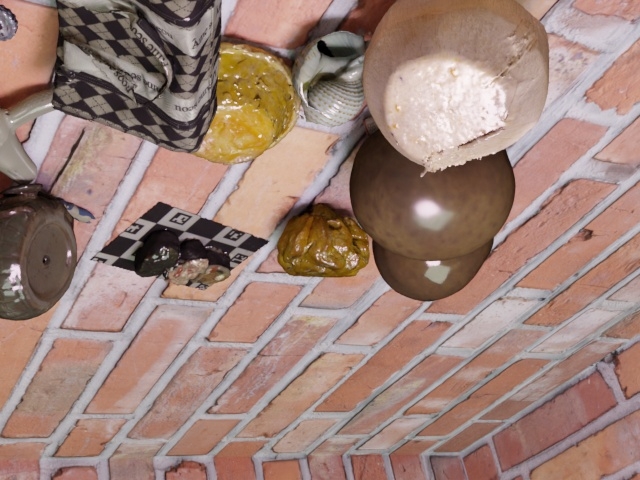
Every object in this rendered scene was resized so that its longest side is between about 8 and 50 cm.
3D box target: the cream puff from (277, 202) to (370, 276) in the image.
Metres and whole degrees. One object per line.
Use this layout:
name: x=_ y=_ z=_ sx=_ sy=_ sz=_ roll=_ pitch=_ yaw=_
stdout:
cream puff: x=0.003 y=0.017 z=2.224 sx=0.244 sy=0.196 sz=0.244 roll=11 pitch=150 yaw=7

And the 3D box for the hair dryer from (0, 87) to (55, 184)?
hair dryer: x=-0.587 y=-0.212 z=1.761 sx=0.298 sy=0.119 sz=0.296 roll=-16 pitch=157 yaw=-21

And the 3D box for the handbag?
handbag: x=-0.328 y=-0.364 z=1.481 sx=0.316 sy=0.180 sz=0.416 roll=20 pitch=147 yaw=4

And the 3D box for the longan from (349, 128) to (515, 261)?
longan: x=0.242 y=-0.123 z=1.930 sx=0.360 sy=0.361 sz=0.361 roll=-10 pitch=148 yaw=-6

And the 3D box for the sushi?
sushi: x=-0.352 y=0.067 z=2.267 sx=0.296 sy=0.100 sz=0.373 roll=-35 pitch=142 yaw=31

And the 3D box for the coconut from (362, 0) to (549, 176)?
coconut: x=0.260 y=-0.320 z=1.658 sx=0.346 sy=0.360 sz=0.346 roll=8 pitch=126 yaw=10

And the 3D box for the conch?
conch: x=0.020 y=-0.328 z=1.755 sx=0.172 sy=0.131 sz=0.200 roll=31 pitch=89 yaw=-24

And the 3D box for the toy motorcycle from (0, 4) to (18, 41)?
toy motorcycle: x=-0.627 y=-0.389 z=1.462 sx=0.229 sy=0.094 sz=0.130 roll=0 pitch=144 yaw=4

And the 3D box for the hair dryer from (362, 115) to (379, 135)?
hair dryer: x=0.154 y=-0.314 z=1.913 sx=0.154 sy=0.044 sz=0.183 roll=-19 pitch=145 yaw=5

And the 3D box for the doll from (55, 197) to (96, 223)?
doll: x=-0.576 y=-0.067 z=2.041 sx=0.037 sy=0.027 sz=0.125 roll=-36 pitch=142 yaw=21

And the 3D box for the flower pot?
flower pot: x=-0.672 y=0.017 z=1.900 sx=0.213 sy=0.302 sz=0.302 roll=5 pitch=152 yaw=16

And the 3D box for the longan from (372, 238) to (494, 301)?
longan: x=0.284 y=0.000 z=2.214 sx=0.318 sy=0.319 sz=0.319 roll=-10 pitch=148 yaw=-6

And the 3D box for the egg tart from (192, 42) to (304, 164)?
egg tart: x=-0.191 y=-0.256 z=1.786 sx=0.341 sy=0.132 sz=0.341 roll=-9 pitch=147 yaw=-6
